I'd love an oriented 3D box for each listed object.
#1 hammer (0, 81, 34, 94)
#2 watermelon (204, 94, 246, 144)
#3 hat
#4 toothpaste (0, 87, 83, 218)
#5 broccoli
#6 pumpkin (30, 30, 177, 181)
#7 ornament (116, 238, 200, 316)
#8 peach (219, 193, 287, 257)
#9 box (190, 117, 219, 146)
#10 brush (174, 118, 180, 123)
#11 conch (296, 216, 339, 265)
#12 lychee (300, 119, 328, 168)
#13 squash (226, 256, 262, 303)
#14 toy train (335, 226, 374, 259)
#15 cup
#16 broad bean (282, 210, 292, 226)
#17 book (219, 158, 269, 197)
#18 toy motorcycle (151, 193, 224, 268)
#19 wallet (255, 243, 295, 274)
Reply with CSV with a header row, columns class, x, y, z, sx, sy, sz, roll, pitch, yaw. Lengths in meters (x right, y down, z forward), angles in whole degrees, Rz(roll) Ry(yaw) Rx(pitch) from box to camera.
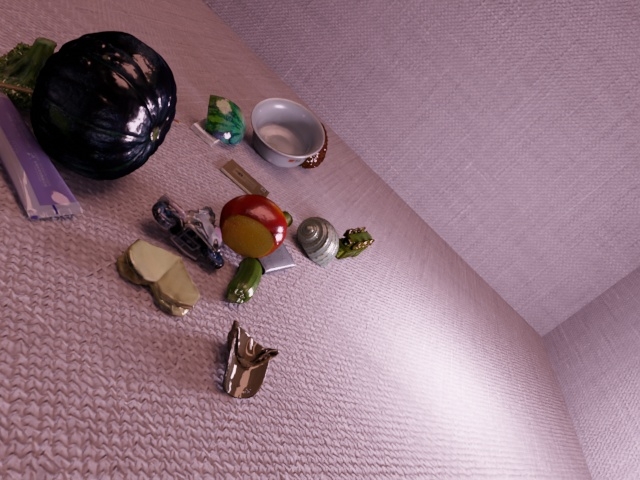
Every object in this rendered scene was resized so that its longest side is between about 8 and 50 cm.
class,x,y,z,sx,sy,sz,roll,pitch,yaw
hammer,-0.701,-0.357,1.177,0.028,0.060,0.195,49,21,16
watermelon,-0.371,-0.454,2.049,0.231,0.128,0.146,30,45,-38
hat,-0.188,0.274,1.174,0.147,0.085,0.175,47,41,-26
toothpaste,-0.670,-0.202,1.144,0.371,0.080,0.125,53,29,12
broccoli,-0.719,-0.430,1.306,0.194,0.194,0.219,42,28,-7
pumpkin,-0.515,-0.325,1.252,0.266,0.363,0.363,32,22,0
ornament,-0.365,0.077,1.217,0.201,0.059,0.180,44,20,-10
peach,-0.198,-0.040,1.500,0.190,0.190,0.192,50,31,14
box,-0.438,-0.438,2.059,0.109,0.029,0.198,42,22,-8
brush,-0.549,-0.440,1.867,0.083,0.021,0.019,21,30,-36
conch,0.006,-0.008,1.936,0.200,0.131,0.172,16,34,-50
lychee,-0.076,-0.489,2.559,0.236,0.236,0.271,2,72,-60
squash,-0.206,0.110,1.418,0.077,0.068,0.219,25,24,-3
toy train,0.131,0.015,2.124,0.090,0.137,0.225,55,27,14
cup,-0.170,-0.464,2.331,0.347,0.163,0.347,13,55,-19
broad bean,-0.196,-0.072,1.802,0.318,0.056,0.098,-18,82,-57
book,-0.285,-0.225,1.963,0.199,0.016,0.138,42,22,-9
toy motorcycle,-0.348,-0.046,1.407,0.204,0.108,0.239,-92,159,-55
wallet,-0.183,0.005,1.655,0.167,0.036,0.222,-8,61,-55
